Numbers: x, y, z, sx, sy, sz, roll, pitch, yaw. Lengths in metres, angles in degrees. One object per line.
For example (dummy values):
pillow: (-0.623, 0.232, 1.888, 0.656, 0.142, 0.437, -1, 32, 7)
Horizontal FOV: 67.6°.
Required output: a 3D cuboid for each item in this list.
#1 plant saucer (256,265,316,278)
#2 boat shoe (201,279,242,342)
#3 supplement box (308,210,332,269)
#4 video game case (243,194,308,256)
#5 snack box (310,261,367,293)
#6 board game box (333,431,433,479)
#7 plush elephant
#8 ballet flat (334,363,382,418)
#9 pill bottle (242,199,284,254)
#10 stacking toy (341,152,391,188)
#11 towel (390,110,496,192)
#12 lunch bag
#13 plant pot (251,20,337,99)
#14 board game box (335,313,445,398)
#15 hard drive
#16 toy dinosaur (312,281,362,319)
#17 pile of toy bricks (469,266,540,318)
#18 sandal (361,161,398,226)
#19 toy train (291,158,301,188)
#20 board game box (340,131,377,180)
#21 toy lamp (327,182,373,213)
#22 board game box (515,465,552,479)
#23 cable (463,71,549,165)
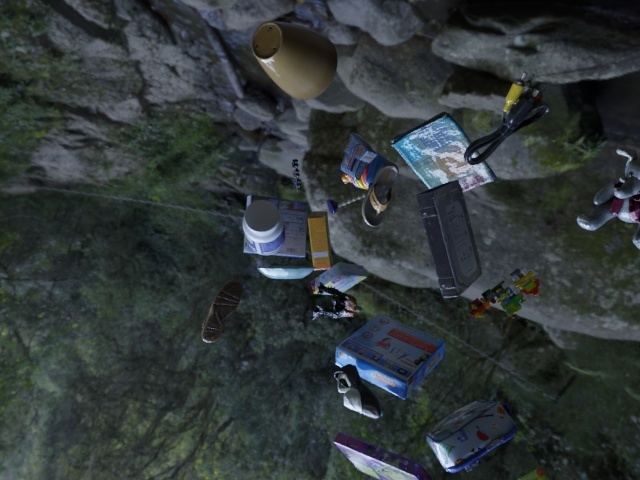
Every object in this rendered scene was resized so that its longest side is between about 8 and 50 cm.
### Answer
plant saucer: (-0.112, 0.105, 1.571, 0.195, 0.037, 0.195, 1, 179, 0)
boat shoe: (-0.498, 0.332, 2.364, 0.123, 0.341, 0.123, 20, -170, -28)
supplement box: (0.000, 0.000, 1.966, 0.080, 0.233, 0.078, -6, -161, 8)
video game case: (-0.191, -0.059, 2.072, 0.270, 0.244, 0.061, 6, 173, -27)
snack box: (0.086, 0.184, 2.265, 0.175, 0.070, 0.207, 11, 143, -44)
board game box: (0.224, 0.762, 1.600, 0.347, 0.056, 0.208, 1, 137, 46)
plush elephant: (1.102, -0.172, 1.661, 0.272, 0.330, 0.255, 43, 176, 47)
ballet flat: (0.115, 0.517, 1.616, 0.096, 0.095, 0.280, -7, -165, -14)
pill bottle: (-0.212, -0.048, 1.805, 0.153, 0.153, 0.264, 19, 163, 3)
stacking toy: (0.215, -0.323, 2.422, 0.166, 0.175, 0.302, 29, 164, -36)
towel: (0.495, -0.325, 1.923, 0.272, 0.040, 0.370, -23, 124, 41)
lunch bag: (0.433, 0.553, 1.379, 0.114, 0.243, 0.303, 59, 176, 16)
plant pot: (-0.106, -0.614, 1.574, 0.237, 0.237, 0.254, 19, -171, 28)
board game box: (0.269, 0.429, 1.830, 0.308, 0.086, 0.302, 19, -151, 34)
hard drive: (0.424, -0.012, 1.544, 0.064, 0.338, 0.237, -12, -174, 39)
toy dinosaur: (0.090, 0.276, 2.131, 0.219, 0.164, 0.321, 13, 143, -4)
pile of toy bricks: (0.551, 0.179, 1.416, 0.105, 0.212, 0.118, 52, -170, 10)
sandal: (0.161, -0.117, 1.258, 0.072, 0.180, 0.049, 12, -159, -20)
toy train: (-0.129, -0.349, 2.514, 0.036, 0.158, 0.027, -2, -160, 12)
board game box: (0.176, -0.389, 2.237, 0.060, 0.194, 0.194, 14, -164, -31)
toy lamp: (0.168, -0.196, 2.153, 0.275, 0.080, 0.080, -22, -171, -10)
board game box: (0.574, 0.678, 1.199, 0.043, 0.092, 0.181, 33, -156, -53)
cable: (0.531, -0.333, 1.367, 0.140, 0.287, 0.072, 18, -144, -30)
